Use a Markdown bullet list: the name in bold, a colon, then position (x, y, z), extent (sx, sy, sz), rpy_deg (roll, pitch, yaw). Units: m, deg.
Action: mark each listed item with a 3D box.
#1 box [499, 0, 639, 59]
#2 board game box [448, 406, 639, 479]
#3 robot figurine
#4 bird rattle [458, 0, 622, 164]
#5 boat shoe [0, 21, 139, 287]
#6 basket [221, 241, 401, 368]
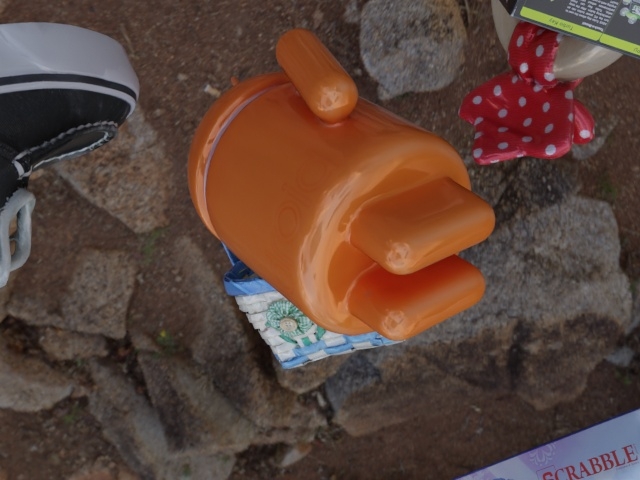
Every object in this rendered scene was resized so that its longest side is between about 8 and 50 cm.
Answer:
- **box**: position (0.231, -0.194, 0.428), extent (0.191, 0.045, 0.184), rpy_deg (14, 125, -9)
- **board game box**: position (0.328, 0.258, 0.814), extent (0.318, 0.065, 0.319), rpy_deg (7, 147, -34)
- **robot figurine**: position (0.002, -0.029, 0.444), extent (0.128, 0.219, 0.158), rpy_deg (-51, 136, -4)
- **bird rattle**: position (0.176, -0.192, 0.568), extent (0.143, 0.253, 0.207), rpy_deg (7, 162, -22)
- **boat shoe**: position (-0.175, -0.014, 0.293), extent (0.113, 0.306, 0.104), rpy_deg (-25, 95, 29)
- **basket**: position (0.000, 0.000, 0.923), extent (0.255, 0.201, 0.288), rpy_deg (-18, 100, 21)
